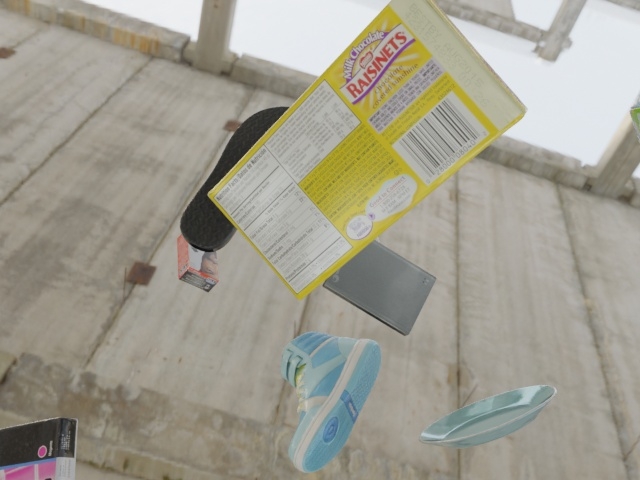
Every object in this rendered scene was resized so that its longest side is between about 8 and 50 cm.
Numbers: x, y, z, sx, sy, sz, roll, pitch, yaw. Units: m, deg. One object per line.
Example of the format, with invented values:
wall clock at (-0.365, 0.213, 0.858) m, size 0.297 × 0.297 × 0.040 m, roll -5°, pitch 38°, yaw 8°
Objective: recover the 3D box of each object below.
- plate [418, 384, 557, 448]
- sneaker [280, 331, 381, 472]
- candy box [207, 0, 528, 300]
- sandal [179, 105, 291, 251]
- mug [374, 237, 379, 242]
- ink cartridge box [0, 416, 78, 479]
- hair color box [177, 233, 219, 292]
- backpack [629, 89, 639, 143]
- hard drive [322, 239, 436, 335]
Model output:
plate at (0.219, 0.234, 0.831) m, size 0.188 × 0.188 × 0.024 m, roll -17°, pitch -99°, yaw -37°
sneaker at (-0.025, 0.320, 1.331) m, size 0.208 × 0.127 × 0.319 m, roll 11°, pitch -137°, yaw 29°
candy box at (0.022, -0.056, 0.427) m, size 0.105 × 0.206 × 0.027 m, roll 51°, pitch -151°, yaw 3°
sandal at (-0.192, -0.163, 1.611) m, size 0.168 × 0.107 × 0.445 m, roll 38°, pitch -104°, yaw 3°
mug at (0.007, -0.006, 1.215) m, size 0.113 × 0.150 × 0.169 m, roll -50°, pitch -154°, yaw -18°
ink cartridge box at (-0.693, 0.502, 1.391) m, size 0.371 × 0.069 × 0.175 m, roll -16°, pitch -116°, yaw 21°
hair color box at (-0.319, 0.048, 1.657) m, size 0.093 × 0.053 × 0.167 m, roll 29°, pitch -153°, yaw -32°
backpack at (0.584, -0.165, 0.797) m, size 0.290 × 0.356 × 0.273 m, roll -20°, pitch -96°, yaw -40°
hard drive at (0.082, 0.058, 0.885) m, size 0.135 × 0.022 × 0.094 m, roll 31°, pitch -109°, yaw -3°
